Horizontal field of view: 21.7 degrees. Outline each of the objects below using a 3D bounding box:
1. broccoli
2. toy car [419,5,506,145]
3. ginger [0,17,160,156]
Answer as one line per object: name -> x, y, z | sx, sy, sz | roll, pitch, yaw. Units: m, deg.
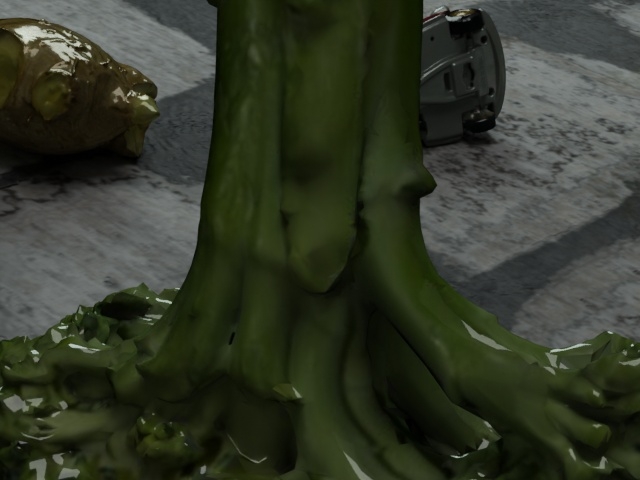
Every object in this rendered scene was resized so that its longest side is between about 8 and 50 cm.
broccoli -> -0.031, 0.017, 0.825 | 0.353, 0.397, 0.275 | -28, 5, 7
toy car -> 0.079, -0.143, 1.450 | 0.139, 0.112, 0.112 | -21, 24, -29
ginger -> -0.214, -0.118, 1.308 | 0.216, 0.102, 0.157 | 19, 2, 28
